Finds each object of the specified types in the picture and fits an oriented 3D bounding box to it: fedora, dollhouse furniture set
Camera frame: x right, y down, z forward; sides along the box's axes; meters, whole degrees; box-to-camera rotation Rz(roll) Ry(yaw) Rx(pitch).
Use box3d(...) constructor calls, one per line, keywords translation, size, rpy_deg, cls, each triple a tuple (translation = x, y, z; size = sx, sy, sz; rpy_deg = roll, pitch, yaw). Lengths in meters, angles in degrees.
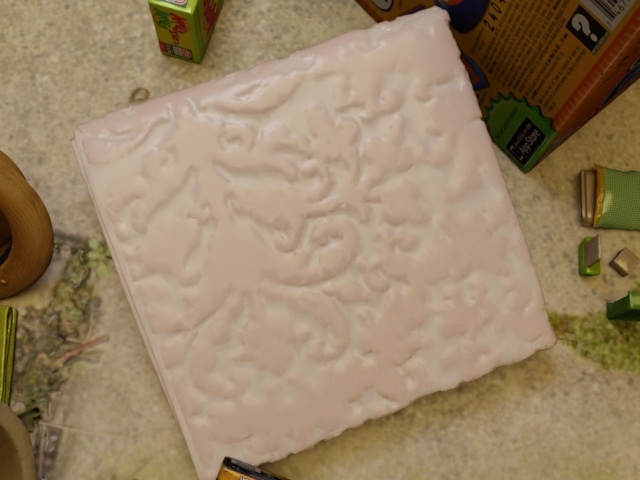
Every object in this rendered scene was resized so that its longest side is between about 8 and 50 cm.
box3d(translation=(-0.314, -0.034, 0.687), size=(0.194, 0.194, 0.079), rpy_deg=(8, 37, -1), cls="fedora")
box3d(translation=(0.280, -0.006, 0.737), size=(0.076, 0.058, 0.151), rpy_deg=(5, 74, -2), cls="dollhouse furniture set")

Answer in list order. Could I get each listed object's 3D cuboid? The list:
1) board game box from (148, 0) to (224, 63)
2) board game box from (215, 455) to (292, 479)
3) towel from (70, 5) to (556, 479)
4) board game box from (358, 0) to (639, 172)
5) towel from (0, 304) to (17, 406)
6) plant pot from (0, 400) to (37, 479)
box3d(translation=(-0.110, -0.274, 0.778), size=(0.043, 0.092, 0.181), rpy_deg=(16, 74, 1), cls="board game box")
box3d(translation=(-0.021, 0.265, 0.627), size=(0.170, 0.048, 0.141), rpy_deg=(21, 84, -4), cls="board game box")
box3d(translation=(0.000, 0.000, 0.685), size=(0.332, 0.053, 0.316), rpy_deg=(-20, 91, -5), cls="towel")
box3d(translation=(0.221, -0.348, 0.678), size=(0.356, 0.356, 0.356), rpy_deg=(-40, 80, -12), cls="board game box")
box3d(translation=(-0.317, 0.169, 0.676), size=(0.102, 0.021, 0.237), rpy_deg=(1, 73, -3), cls="towel")
box3d(translation=(-0.421, 0.172, 0.531), size=(0.305, 0.334, 0.333), rpy_deg=(26, 74, 23), cls="plant pot")
